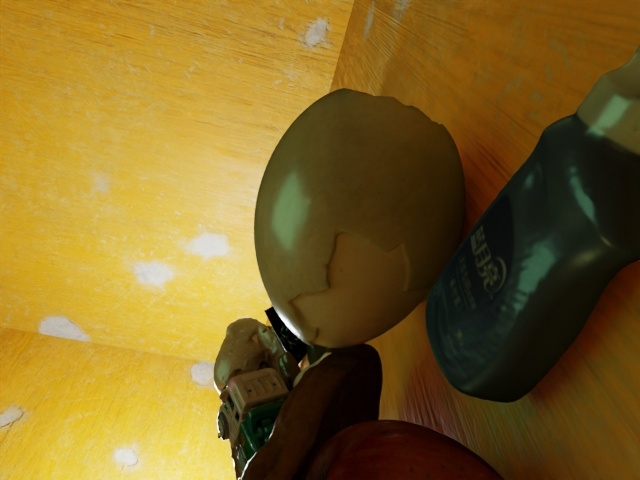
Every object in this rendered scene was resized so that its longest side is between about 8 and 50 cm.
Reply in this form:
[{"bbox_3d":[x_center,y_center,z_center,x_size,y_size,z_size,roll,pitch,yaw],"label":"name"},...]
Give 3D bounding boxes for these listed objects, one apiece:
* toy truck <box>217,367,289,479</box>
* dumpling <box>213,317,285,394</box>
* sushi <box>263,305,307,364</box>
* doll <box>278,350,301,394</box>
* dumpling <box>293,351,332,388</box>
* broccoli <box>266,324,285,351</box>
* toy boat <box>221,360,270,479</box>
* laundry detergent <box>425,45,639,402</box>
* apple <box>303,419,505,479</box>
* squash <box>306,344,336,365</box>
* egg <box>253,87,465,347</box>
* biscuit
[{"bbox_3d":[-0.089,0.431,0.980,0.363,0.176,0.178,44,130,47],"label":"toy truck"},{"bbox_3d":[-0.198,0.361,1.355,0.175,0.226,0.244,-36,-69,-70],"label":"dumpling"},{"bbox_3d":[-0.058,0.239,1.371,0.172,0.150,0.153,64,169,-17],"label":"sushi"},{"bbox_3d":[-0.076,0.399,1.243,0.137,0.097,0.210,-49,58,47],"label":"doll"},{"bbox_3d":[0.003,0.337,1.042,0.188,0.108,0.127,-57,44,29],"label":"dumpling"},{"bbox_3d":[-0.130,0.401,1.504,0.361,0.221,0.252,162,114,-67],"label":"broccoli"},{"bbox_3d":[-0.146,0.539,1.197,0.135,0.162,0.446,-21,74,30],"label":"toy boat"},{"bbox_3d":[0.183,-0.002,0.383,0.143,0.094,0.290,-83,10,-53],"label":"laundry detergent"},{"bbox_3d":[0.066,0.257,0.362,0.234,0.233,0.234,-168,90,-81],"label":"apple"},{"bbox_3d":[0.014,0.209,1.183,0.087,0.087,0.332,-174,95,-81],"label":"squash"},{"bbox_3d":[0.048,-0.020,0.642,0.278,0.278,0.336,163,122,-80],"label":"egg"},{"bbox_3d":[0.008,0.305,0.577,0.359,0.074,0.381,71,-152,-42],"label":"biscuit"}]
